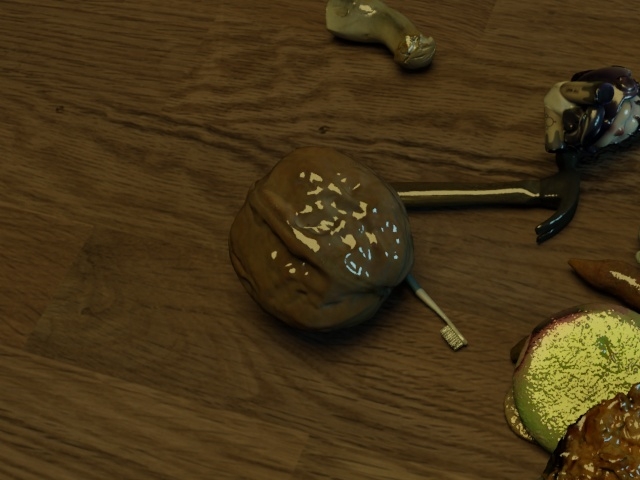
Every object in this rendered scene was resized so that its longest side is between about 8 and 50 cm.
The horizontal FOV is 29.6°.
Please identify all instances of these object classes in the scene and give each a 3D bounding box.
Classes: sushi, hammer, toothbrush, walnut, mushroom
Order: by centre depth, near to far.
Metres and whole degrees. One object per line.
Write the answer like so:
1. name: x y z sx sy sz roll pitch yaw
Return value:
1. sushi: 0.356 0.369 1.437 0.234 0.207 0.348 -10 58 0
2. walnut: 0.001 -0.002 1.770 0.273 0.273 0.227 26 33 28
3. toothbrush: 0.135 0.065 1.822 0.025 0.019 0.275 -35 55 -3
4. hammer: 0.182 -0.072 1.895 0.440 0.044 0.168 0 54 14
5. mushroom: 0.108 -0.366 2.102 0.223 0.081 0.092 33 50 28

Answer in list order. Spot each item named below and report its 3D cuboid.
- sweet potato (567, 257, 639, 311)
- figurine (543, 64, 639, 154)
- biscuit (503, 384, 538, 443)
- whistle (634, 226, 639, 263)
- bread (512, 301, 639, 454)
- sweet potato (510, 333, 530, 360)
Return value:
1. sweet potato: 0.452 0.069 1.723 0.218 0.051 0.065 17 64 24
2. figurine: 0.423 -0.204 1.860 0.145 0.145 0.222 36 29 32
3. biscuit: 0.311 0.228 1.664 0.120 0.015 0.120 -6 54 9
4. whistle: 0.566 -0.020 1.754 0.258 0.067 0.126 -26 41 -11
5. bread: 0.372 0.191 1.622 0.228 0.033 0.228 -3 73 10
6. sweet potato: 0.398 0.130 1.683 0.274 0.067 0.067 -12 53 11
